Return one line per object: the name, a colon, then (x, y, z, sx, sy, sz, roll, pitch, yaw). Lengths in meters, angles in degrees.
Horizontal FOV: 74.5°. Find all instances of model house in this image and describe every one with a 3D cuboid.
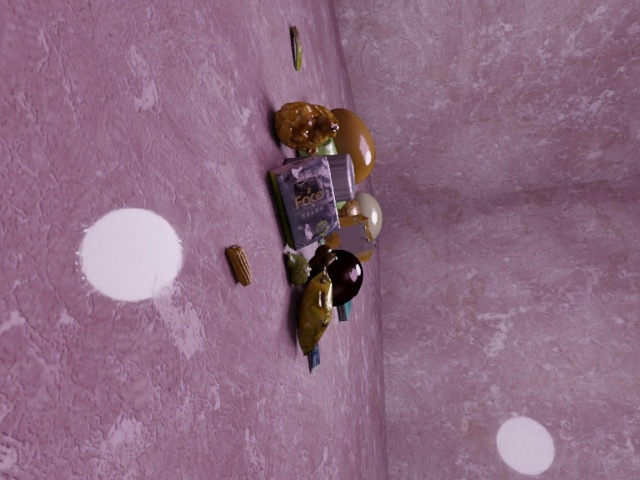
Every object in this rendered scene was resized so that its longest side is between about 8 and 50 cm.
model house: (0.110, 0.004, 1.810, 0.136, 0.219, 0.208, 161, -87, -84)

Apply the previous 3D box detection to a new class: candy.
candy: (0.016, -0.256, 1.593, 0.344, 0.131, 0.142, 65, 16, -50)

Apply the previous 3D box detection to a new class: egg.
egg: (0.209, -0.119, 2.163, 0.219, 0.218, 0.270, 26, 62, -75)
egg: (0.098, -0.385, 1.751, 0.250, 0.250, 0.323, -65, 142, -66)

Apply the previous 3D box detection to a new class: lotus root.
lotus root: (0.111, -0.112, 1.905, 0.155, 0.139, 0.257, -91, 174, -50)

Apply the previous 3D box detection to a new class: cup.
cup: (0.005, -0.209, 1.362, 0.221, 0.201, 0.167, -82, 163, -49)

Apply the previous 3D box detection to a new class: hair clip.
hair clip: (-0.090, -0.746, 1.622, 0.060, 0.033, 0.189, 19, 64, -73)

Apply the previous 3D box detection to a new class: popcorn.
popcorn: (-0.046, -0.348, 1.280, 0.163, 0.194, 0.140, 128, -44, -73)

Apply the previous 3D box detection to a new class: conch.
conch: (-0.070, 0.081, 1.228, 0.121, 0.074, 0.089, 60, -12, -21)

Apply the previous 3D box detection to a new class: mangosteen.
mangosteen: (0.040, 0.118, 1.392, 0.210, 0.209, 0.210, -7, 90, -77)

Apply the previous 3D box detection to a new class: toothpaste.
toothpaste: (-0.025, 0.314, 1.325, 0.057, 0.034, 0.197, -15, 99, -61)

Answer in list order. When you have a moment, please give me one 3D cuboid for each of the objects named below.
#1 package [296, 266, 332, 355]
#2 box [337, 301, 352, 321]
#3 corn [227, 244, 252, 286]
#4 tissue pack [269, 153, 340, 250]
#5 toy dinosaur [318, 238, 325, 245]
package: (-0.018, 0.202, 1.227, 0.226, 0.090, 0.168, -86, -163, -46)
box: (0.099, 0.223, 1.881, 0.162, 0.041, 0.229, -50, 132, -73)
corn: (-0.164, 0.051, 0.865, 0.037, 0.037, 0.092, -73, 155, -61)
tissue pack: (-0.040, -0.111, 1.214, 0.073, 0.173, 0.236, 25, -47, 53)
toy dinosaur: (0.000, 0.000, 1.630, 0.062, 0.021, 0.083, 51, 29, -53)
